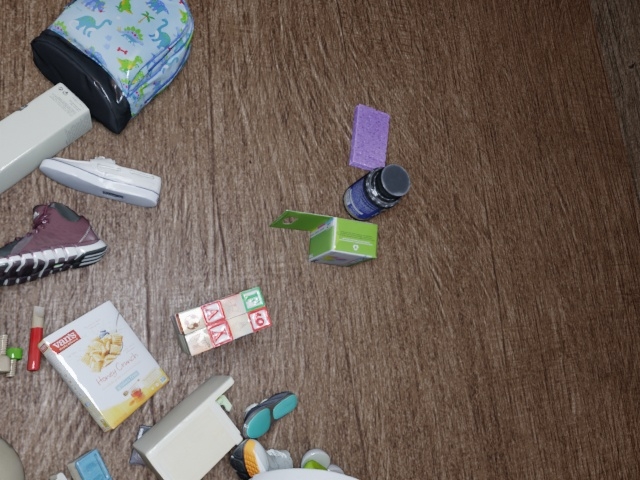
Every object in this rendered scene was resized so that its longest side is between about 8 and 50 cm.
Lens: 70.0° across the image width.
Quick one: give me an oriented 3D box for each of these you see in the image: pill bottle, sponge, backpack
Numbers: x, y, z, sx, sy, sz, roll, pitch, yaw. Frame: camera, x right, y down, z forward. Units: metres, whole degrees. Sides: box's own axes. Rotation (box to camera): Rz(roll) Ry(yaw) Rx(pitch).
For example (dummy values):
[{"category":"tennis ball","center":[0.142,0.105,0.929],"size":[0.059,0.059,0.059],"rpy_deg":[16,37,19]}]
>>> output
[{"category":"pill bottle","center":[0.162,-0.140,1.328],"size":[0.123,0.219,0.122],"rpy_deg":[5,76,-22]},{"category":"sponge","center":[0.159,-0.327,1.475],"size":[0.117,0.031,0.209],"rpy_deg":[13,73,-20]},{"category":"backpack","center":[-0.480,-0.497,1.151],"size":[0.290,0.273,0.355],"rpy_deg":[43,53,-1]}]

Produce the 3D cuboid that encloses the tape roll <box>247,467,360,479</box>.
[{"category":"tape roll","center":[-0.011,0.638,1.006],"size":[0.392,0.392,0.072],"rpy_deg":[33,33,-13]}]

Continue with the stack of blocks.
[{"category":"stack of blocks","center":[-0.244,0.183,1.043],"size":[0.171,0.297,0.087],"rpy_deg":[-18,87,-25]}]

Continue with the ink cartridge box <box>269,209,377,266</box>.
[{"category":"ink cartridge box","center":[0.000,0.000,1.248],"size":[0.256,0.189,0.096],"rpy_deg":[8,77,-19]}]

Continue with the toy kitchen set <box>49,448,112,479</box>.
[{"category":"toy kitchen set","center":[-0.481,0.516,0.895],"size":[0.207,0.166,0.122],"rpy_deg":[-26,89,-59]}]

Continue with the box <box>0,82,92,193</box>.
[{"category":"box","center":[-0.677,-0.237,1.065],"size":[0.094,0.113,0.275],"rpy_deg":[45,64,-7]}]

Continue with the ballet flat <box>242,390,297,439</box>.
[{"category":"ballet flat","center":[-0.139,0.424,1.121],"size":[0.203,0.074,0.074],"rpy_deg":[-10,81,-58]}]

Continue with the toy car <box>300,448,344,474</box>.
[{"category":"toy car","center":[-0.005,0.623,1.120],"size":[0.136,0.159,0.182],"rpy_deg":[-35,116,-1]}]

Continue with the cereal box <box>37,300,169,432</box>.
[{"category":"cereal box","center":[-0.477,0.275,1.023],"size":[0.240,0.047,0.173],"rpy_deg":[54,34,-4]}]

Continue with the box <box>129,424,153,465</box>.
[{"category":"box","center":[-0.399,0.478,1.064],"size":[0.067,0.018,0.083],"rpy_deg":[18,71,-19]}]

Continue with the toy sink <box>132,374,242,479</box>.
[{"category":"toy sink","center":[-0.277,0.437,1.041],"size":[0.234,0.153,0.131],"rpy_deg":[-39,99,-35]}]

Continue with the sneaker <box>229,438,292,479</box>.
[{"category":"sneaker","center":[-0.127,0.528,1.082],"size":[0.121,0.099,0.262],"rpy_deg":[-47,141,-39]}]

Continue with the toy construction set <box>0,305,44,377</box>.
[{"category":"toy construction set","center":[-0.730,0.147,0.915],"size":[0.309,0.258,0.237],"rpy_deg":[13,59,-40]}]

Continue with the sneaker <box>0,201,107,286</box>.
[{"category":"sneaker","center":[-0.638,-0.003,1.010],"size":[0.281,0.106,0.162],"rpy_deg":[-15,70,-56]}]

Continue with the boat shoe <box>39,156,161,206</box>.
[{"category":"boat shoe","center":[-0.527,-0.161,1.119],"size":[0.268,0.096,0.088],"rpy_deg":[15,69,-20]}]

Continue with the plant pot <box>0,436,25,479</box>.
[{"category":"plant pot","center":[-0.721,0.502,0.832],"size":[0.284,0.191,0.283],"rpy_deg":[5,76,-22]}]
